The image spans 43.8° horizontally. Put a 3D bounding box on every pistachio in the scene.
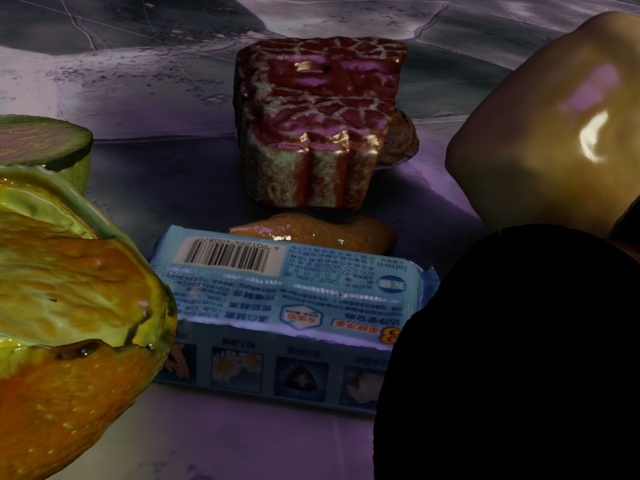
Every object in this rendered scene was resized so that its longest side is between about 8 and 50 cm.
[{"bbox_3d":[0.333,-0.078,0.796,0.446,0.281,0.365,-6,12,-35],"label":"pistachio"}]

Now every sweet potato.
[{"bbox_3d":[0.002,0.003,0.797,0.218,0.051,0.065,0,48,-41],"label":"sweet potato"}]

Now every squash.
[{"bbox_3d":[-0.302,-0.050,0.762,0.170,0.122,0.170,6,30,-3],"label":"squash"}]

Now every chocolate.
[{"bbox_3d":[0.175,0.129,0.446,0.186,0.283,0.283,3,29,-27],"label":"chocolate"}]

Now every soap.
[{"bbox_3d":[-0.038,0.063,0.677,0.293,0.077,0.156,9,31,4],"label":"soap"}]

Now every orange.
[{"bbox_3d":[-0.265,0.061,0.510,0.335,0.196,0.262,-22,56,-35],"label":"orange"}]

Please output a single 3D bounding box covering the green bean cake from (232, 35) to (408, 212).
[{"bbox_3d":[0.008,-0.131,0.836,0.199,0.097,0.232,2,41,-7],"label":"green bean cake"}]

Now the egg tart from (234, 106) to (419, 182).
[{"bbox_3d":[0.008,-0.122,0.994,0.234,0.094,0.234,4,29,-2],"label":"egg tart"}]

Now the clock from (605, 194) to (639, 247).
[{"bbox_3d":[0.280,0.084,0.526,0.055,0.280,0.280,4,29,-21],"label":"clock"}]
